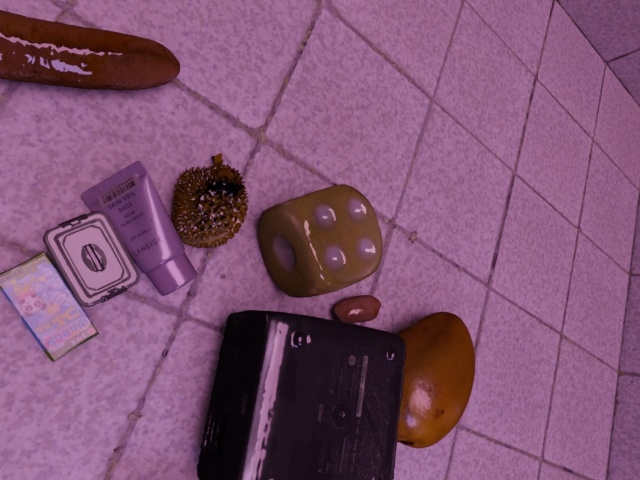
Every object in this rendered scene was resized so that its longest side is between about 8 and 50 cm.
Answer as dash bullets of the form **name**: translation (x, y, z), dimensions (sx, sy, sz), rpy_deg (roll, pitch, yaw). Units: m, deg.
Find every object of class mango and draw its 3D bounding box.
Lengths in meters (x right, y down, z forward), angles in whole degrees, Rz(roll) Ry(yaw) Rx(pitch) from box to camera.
- **mango**: translation (0.302, 0.380, 1.268), dimensions (0.446, 0.232, 0.300), rpy_deg (-40, 103, -42)

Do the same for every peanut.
- **peanut**: translation (0.105, 0.194, 1.250), dimensions (0.152, 0.076, 0.076), rpy_deg (-4, 87, -28)

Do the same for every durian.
- **durian**: translation (-0.239, -0.100, 1.024), dimensions (0.194, 0.138, 0.237), rpy_deg (10, 78, -32)

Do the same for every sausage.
- **sausage**: translation (-0.528, -0.374, 0.883), dimensions (0.501, 0.123, 0.136), rpy_deg (-3, 57, -33)

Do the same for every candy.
- **candy**: translation (-0.527, 0.126, 0.857), dimensions (0.097, 0.062, 0.194), rpy_deg (-35, 104, -31)

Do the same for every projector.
- **projector**: translation (-0.019, 0.374, 1.002), dimensions (0.406, 0.242, 0.394), rpy_deg (18, 73, -33)

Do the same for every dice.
- **dice**: translation (0.000, 0.000, 1.116), dimensions (0.233, 0.227, 0.238), rpy_deg (-21, 94, -35)

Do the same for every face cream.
- **face cream**: translation (-0.373, -0.017, 0.950), dimensions (0.154, 0.096, 0.273), rpy_deg (-29, 100, 7)

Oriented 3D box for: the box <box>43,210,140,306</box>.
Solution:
- **box**: translation (-0.461, 0.038, 0.891), dimensions (0.124, 0.093, 0.172), rpy_deg (-30, 101, -32)
